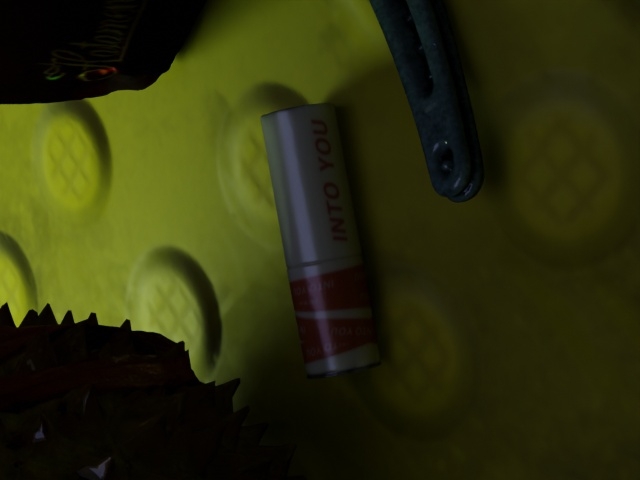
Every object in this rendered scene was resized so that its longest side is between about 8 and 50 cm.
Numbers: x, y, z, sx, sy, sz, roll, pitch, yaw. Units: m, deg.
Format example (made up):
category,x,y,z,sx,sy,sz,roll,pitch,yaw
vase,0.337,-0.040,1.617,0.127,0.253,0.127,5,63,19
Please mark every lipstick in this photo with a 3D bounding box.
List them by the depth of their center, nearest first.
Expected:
category,x,y,z,sx,sy,sz,roll,pitch,yaw
lipstick,0.000,0.000,0.655,0.038,0.038,0.131,-11,90,45

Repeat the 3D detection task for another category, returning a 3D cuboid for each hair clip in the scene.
category,x,y,z,sx,sy,sz,roll,pitch,yaw
hair clip,0.019,-0.147,0.603,0.048,0.083,0.275,-30,83,34

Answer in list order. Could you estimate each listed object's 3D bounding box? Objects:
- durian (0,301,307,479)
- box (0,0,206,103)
category,x,y,z,sx,sy,sz,roll,pitch,yaw
durian,-0.155,0.202,0.641,0.384,0.347,0.347,45,131,-5
box,-0.145,-0.288,0.619,0.264,0.115,0.415,156,102,-75
